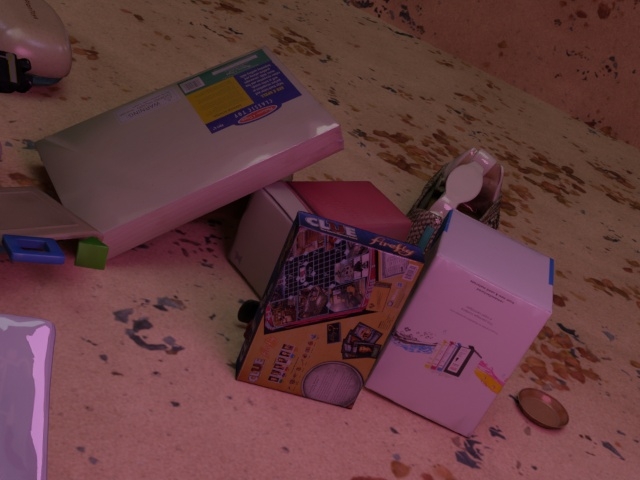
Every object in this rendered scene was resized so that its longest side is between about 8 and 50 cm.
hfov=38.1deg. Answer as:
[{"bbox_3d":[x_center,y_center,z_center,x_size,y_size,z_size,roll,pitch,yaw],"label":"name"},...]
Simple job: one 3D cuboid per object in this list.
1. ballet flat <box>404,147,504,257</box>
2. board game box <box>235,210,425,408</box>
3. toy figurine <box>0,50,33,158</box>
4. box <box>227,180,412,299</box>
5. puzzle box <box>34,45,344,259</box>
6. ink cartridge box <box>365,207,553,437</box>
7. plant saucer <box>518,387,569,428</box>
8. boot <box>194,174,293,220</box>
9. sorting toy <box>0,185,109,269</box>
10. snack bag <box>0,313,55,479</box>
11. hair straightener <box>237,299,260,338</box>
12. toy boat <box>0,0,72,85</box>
[{"bbox_3d":[0.260,-0.074,1.722,0.164,0.182,0.483,28,28,10],"label":"ballet flat"},{"bbox_3d":[0.007,0.093,1.173,0.165,0.243,0.042,17,28,-13],"label":"board game box"},{"bbox_3d":[-0.544,-0.219,1.330,0.213,0.209,0.148,39,20,26],"label":"toy figurine"},{"bbox_3d":[0.000,0.000,1.430,0.232,0.148,0.127,-4,39,-40],"label":"box"},{"bbox_3d":[-0.202,-0.141,1.399,0.409,0.052,0.272,-25,45,-12],"label":"puzzle box"},{"bbox_3d":[0.194,0.114,1.292,0.168,0.233,0.171,27,28,1],"label":"ink cartridge box"},{"bbox_3d":[0.330,0.254,1.385,0.083,0.015,0.083,18,28,-10],"label":"plant saucer"},{"bbox_3d":[-0.178,-0.100,1.529,0.262,0.095,0.203,3,16,3],"label":"boot"},{"bbox_3d":[-0.412,-0.024,1.214,0.196,0.047,0.347,-1,23,-45],"label":"sorting toy"},{"bbox_3d":[-0.386,0.193,0.759,0.342,0.037,0.323,7,65,-29],"label":"snack bag"},{"bbox_3d":[-0.013,0.113,1.332,0.230,0.047,0.089,8,32,-28],"label":"hair straightener"},{"bbox_3d":[-0.611,-0.376,1.653,0.318,0.148,0.267,11,35,-38],"label":"toy boat"}]
